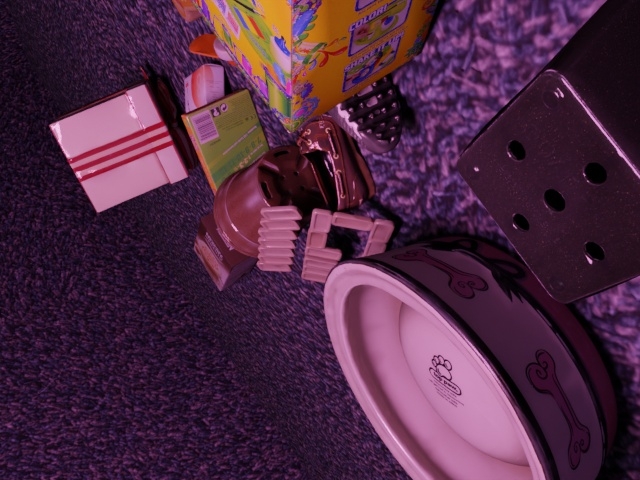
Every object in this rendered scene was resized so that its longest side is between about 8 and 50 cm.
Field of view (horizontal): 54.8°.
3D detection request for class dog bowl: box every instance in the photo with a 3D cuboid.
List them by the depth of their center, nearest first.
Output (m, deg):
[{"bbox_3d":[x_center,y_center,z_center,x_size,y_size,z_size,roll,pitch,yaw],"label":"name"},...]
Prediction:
[{"bbox_3d":[0.180,0.174,0.783,0.408,0.151,0.407,48,154,32],"label":"dog bowl"}]

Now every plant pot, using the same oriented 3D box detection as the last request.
[{"bbox_3d":[0.210,-0.064,0.414,0.188,0.167,0.187,57,157,9],"label":"plant pot"},{"bbox_3d":[-0.075,-0.072,1.026,0.166,0.167,0.165,59,150,1],"label":"plant pot"}]

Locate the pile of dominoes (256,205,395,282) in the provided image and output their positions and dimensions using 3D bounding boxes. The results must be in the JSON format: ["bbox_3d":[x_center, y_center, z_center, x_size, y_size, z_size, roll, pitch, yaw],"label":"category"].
[{"bbox_3d":[0.000,0.000,0.976,0.196,0.040,0.251,11,153,-1],"label":"pile of dominoes"}]

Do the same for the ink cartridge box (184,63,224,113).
[{"bbox_3d":[-0.223,-0.231,1.174,0.145,0.045,0.179,5,94,63],"label":"ink cartridge box"}]

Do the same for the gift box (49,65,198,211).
[{"bbox_3d":[-0.452,-0.251,1.458,0.276,0.258,0.255,-121,9,-62],"label":"gift box"}]

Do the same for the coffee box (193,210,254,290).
[{"bbox_3d":[-0.230,0.018,1.519,0.141,0.098,0.246,56,157,7],"label":"coffee box"}]

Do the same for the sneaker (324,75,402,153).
[{"bbox_3d":[0.022,-0.189,0.773,0.234,0.078,0.106,56,161,18],"label":"sneaker"}]

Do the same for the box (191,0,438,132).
[{"bbox_3d":[-0.038,-0.303,0.550,0.289,0.177,0.279,55,170,10],"label":"box"}]

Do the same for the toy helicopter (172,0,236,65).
[{"bbox_3d":[-0.169,-0.364,0.930,0.234,0.140,0.355,60,170,-25],"label":"toy helicopter"}]

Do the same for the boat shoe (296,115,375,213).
[{"bbox_3d":[0.006,-0.136,0.873,0.206,0.073,0.073,63,158,-7],"label":"boat shoe"}]

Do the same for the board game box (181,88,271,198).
[{"bbox_3d":[-0.145,-0.130,1.123,0.039,0.124,0.259,24,139,57],"label":"board game box"}]
